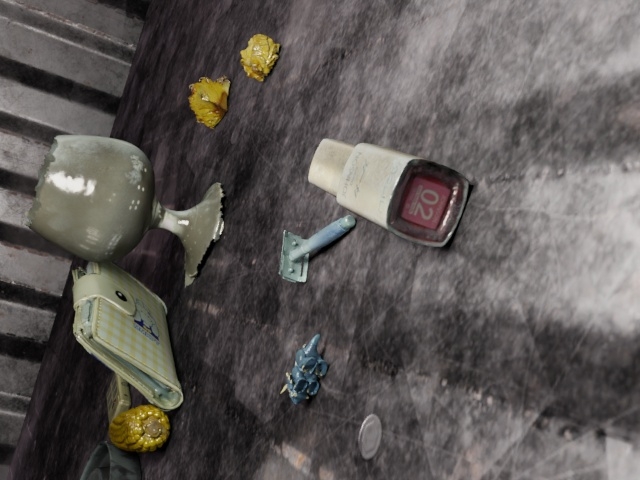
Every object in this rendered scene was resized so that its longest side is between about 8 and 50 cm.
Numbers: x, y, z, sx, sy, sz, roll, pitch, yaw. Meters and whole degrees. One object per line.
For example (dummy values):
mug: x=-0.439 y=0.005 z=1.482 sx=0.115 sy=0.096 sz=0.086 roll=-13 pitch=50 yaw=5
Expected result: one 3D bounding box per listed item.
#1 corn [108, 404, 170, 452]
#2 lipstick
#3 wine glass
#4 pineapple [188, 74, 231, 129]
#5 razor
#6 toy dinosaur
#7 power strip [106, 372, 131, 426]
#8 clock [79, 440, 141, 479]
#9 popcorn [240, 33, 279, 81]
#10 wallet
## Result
corn: x=-0.325 y=0.334 z=1.482 sx=0.231 sy=0.080 sz=0.080 roll=-27 pitch=50 yaw=63
lipstick: x=0.057 y=-0.060 z=0.882 sx=0.253 sy=0.077 sz=0.079 roll=31 pitch=102 yaw=66
wine glass: x=-0.353 y=-0.059 z=1.516 sx=0.238 sy=0.323 sz=0.238 roll=-51 pitch=28 yaw=41
pineapple: x=-0.213 y=-0.299 z=1.720 sx=0.077 sy=0.114 sz=0.114 roll=8 pitch=60 yaw=31
razor: x=0.000 y=0.000 z=1.038 sx=0.135 sy=0.040 sz=0.068 roll=-31 pitch=47 yaw=49
toy dinosaur: x=-0.017 y=0.149 z=0.964 sx=0.083 sy=0.030 sz=0.047 roll=-67 pitch=25 yaw=13
power strip: x=-0.431 y=0.341 z=1.782 sx=0.076 sy=0.028 sz=0.169 roll=-67 pitch=23 yaw=11
clock: x=-0.414 y=0.537 z=1.552 sx=0.319 sy=0.066 sz=0.319 roll=-48 pitch=33 yaw=46
popcorn: x=-0.108 y=-0.326 z=1.486 sx=0.082 sy=0.057 sz=0.083 roll=-42 pitch=33 yaw=39
wallet: x=-0.347 y=0.153 z=1.495 sx=0.077 sy=0.223 sz=0.309 roll=-41 pitch=27 yaw=3
